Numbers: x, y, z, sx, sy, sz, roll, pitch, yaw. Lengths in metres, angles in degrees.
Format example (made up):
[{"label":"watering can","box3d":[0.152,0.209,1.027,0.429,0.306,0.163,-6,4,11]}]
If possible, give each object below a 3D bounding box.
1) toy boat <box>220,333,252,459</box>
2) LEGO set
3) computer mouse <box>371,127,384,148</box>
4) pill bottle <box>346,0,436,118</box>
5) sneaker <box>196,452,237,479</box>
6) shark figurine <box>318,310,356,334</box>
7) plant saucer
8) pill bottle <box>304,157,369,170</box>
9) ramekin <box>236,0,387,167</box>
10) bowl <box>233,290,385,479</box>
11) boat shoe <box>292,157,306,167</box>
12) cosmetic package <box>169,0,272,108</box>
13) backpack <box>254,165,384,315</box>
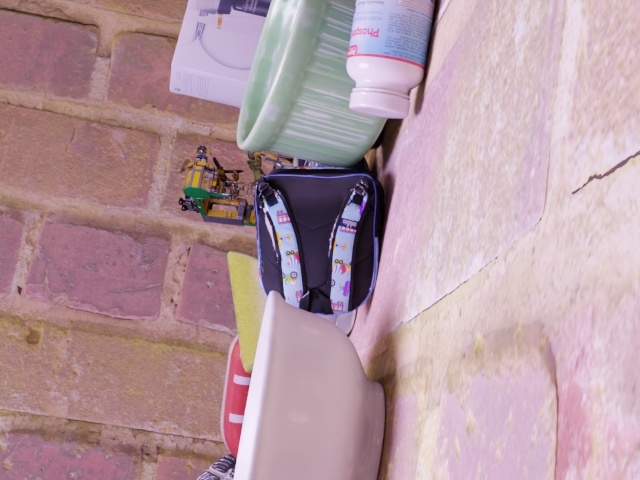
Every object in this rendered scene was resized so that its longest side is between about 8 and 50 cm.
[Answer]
[{"label":"toy boat","box3d":[-0.057,0.244,1.749,0.151,0.151,0.231,23,109,59]},{"label":"LEGO set","box3d":[-0.143,-0.149,2.605,0.255,0.331,0.192,61,-145,-63]},{"label":"computer mouse","box3d":[0.059,-0.163,1.655,0.242,0.041,0.071,-149,68,-86]},{"label":"pill bottle","box3d":[0.076,-0.218,1.274,0.087,0.087,0.160,164,115,-85]},{"label":"sneaker","box3d":[-0.114,0.389,1.911,0.279,0.107,0.118,-46,-19,-20]},{"label":"shark figurine","box3d":[-0.010,0.060,1.618,0.166,0.116,0.278,109,168,-55]},{"label":"plant saucer","box3d":[-0.048,0.113,1.684,0.045,0.188,0.188,-26,60,28]},{"label":"pill bottle","box3d":[0.022,-0.080,1.596,0.169,0.094,0.094,-91,12,-65]},{"label":"ramekin","box3d":[0.012,-0.238,1.462,0.303,0.148,0.303,-163,90,-78]},{"label":"bowl","box3d":[-0.012,0.206,1.200,0.298,0.134,0.297,-171,90,-86]},{"label":"boat shoe","box3d":[-0.017,-0.130,2.267,0.254,0.079,0.095,-88,6,-74]},{"label":"cosmetic package","box3d":[-0.051,-0.377,1.793,0.097,0.285,0.377,117,165,-69]},{"label":"backpack","box3d":[0.000,0.000,1.420,0.117,0.158,0.173,-61,-30,-79]}]
